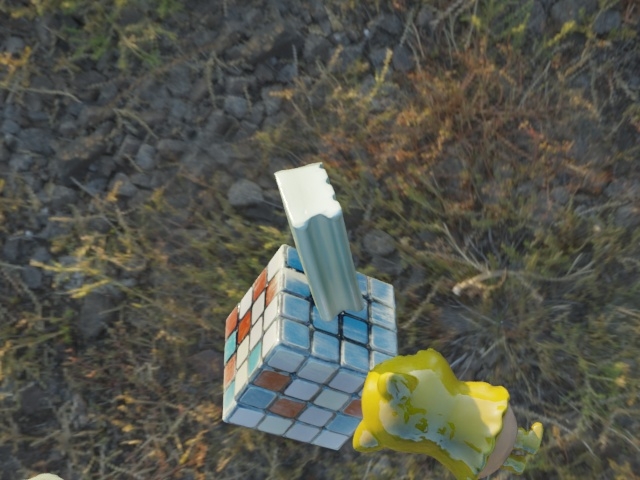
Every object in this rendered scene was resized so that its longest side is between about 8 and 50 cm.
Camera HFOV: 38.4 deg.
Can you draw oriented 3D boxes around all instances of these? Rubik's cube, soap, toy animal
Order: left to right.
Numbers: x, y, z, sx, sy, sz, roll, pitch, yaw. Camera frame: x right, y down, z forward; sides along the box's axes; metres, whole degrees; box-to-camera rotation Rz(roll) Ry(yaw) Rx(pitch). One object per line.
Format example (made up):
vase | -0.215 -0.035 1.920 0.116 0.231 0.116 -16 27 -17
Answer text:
Rubik's cube | -0.022 0.206 1.735 0.259 0.256 0.253 19 131 -19
soap | 0.000 0.000 1.205 0.067 0.198 0.119 -19 47 -3
toy animal | 0.162 0.232 1.164 0.230 0.156 0.156 18 89 -3

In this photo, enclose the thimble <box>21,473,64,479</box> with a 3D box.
thimble | -0.287 0.337 0.757 0.167 0.254 0.288 -21 43 25
